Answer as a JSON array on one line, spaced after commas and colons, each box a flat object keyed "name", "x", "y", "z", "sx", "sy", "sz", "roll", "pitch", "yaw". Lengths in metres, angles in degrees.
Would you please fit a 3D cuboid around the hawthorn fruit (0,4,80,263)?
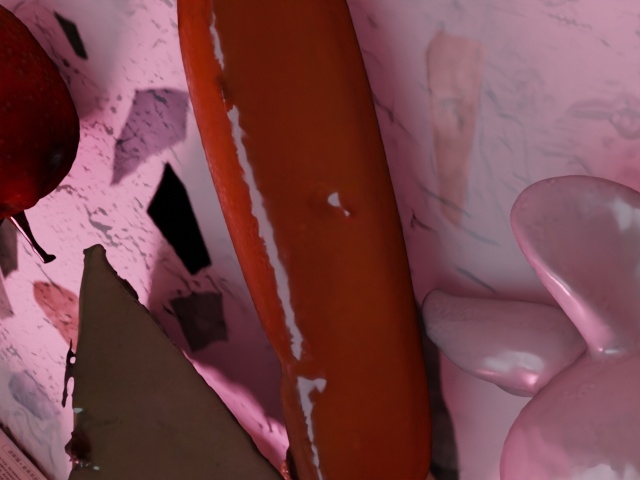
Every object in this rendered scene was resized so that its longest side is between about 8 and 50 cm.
[{"name": "hawthorn fruit", "x": -0.236, "y": -0.066, "z": 0.617, "sx": 0.157, "sy": 0.157, "sz": 0.194, "roll": -25, "pitch": 103, "yaw": 40}]

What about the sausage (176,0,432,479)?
[{"name": "sausage", "x": 0.000, "y": 0.000, "z": 0.491, "sx": 0.094, "sy": 0.097, "sz": 0.348, "roll": -14, "pitch": 98, "yaw": 8}]

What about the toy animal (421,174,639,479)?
[{"name": "toy animal", "x": 0.157, "y": 0.142, "z": 0.414, "sx": 0.325, "sy": 0.154, "sz": 0.208, "roll": 69, "pitch": 155, "yaw": 20}]

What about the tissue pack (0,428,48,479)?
[{"name": "tissue pack", "x": -0.325, "y": 0.232, "z": 0.831, "sx": 0.149, "sy": 0.106, "sz": 0.099, "roll": 42, "pitch": 127, "yaw": 16}]

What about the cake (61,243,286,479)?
[{"name": "cake", "x": -0.059, "y": 0.138, "z": 0.567, "sx": 0.158, "sy": 0.172, "sz": 0.283, "roll": 87, "pitch": 177, "yaw": -60}]

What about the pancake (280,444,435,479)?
[{"name": "pancake", "x": 0.027, "y": 0.178, "z": 0.601, "sx": 0.139, "sy": 0.022, "sz": 0.139, "roll": 14, "pitch": 115, "yaw": 31}]
